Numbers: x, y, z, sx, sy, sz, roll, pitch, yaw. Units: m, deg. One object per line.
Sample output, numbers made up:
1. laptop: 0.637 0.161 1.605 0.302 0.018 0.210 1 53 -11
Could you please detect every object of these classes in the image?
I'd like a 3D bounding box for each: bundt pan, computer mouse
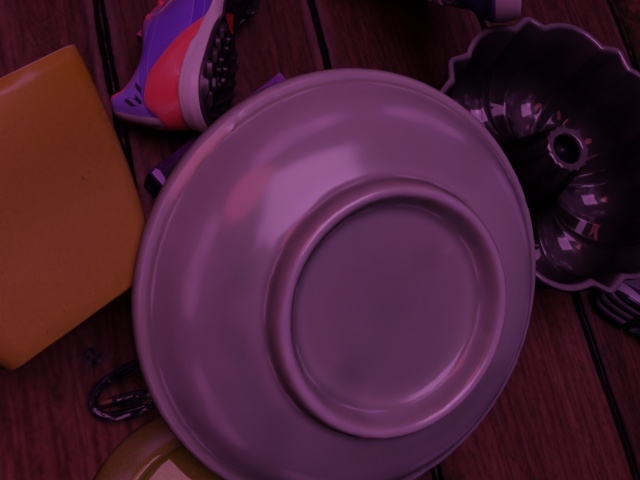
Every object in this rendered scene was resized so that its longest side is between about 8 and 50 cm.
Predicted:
1. bundt pan: 0.258 -0.085 0.869 0.330 0.124 0.331 5 72 -16
2. computer mouse: -0.100 0.133 0.712 0.242 0.041 0.071 -6 94 -10

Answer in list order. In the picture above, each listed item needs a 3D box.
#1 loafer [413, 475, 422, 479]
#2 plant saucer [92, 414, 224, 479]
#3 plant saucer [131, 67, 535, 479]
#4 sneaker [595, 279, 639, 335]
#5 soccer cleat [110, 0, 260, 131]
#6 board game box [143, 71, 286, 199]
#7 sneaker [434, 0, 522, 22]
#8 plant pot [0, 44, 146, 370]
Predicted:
1. loafer: 0.043 0.220 0.741 0.148 0.056 0.050 20 58 -15
2. plant saucer: -0.098 0.270 0.675 0.240 0.037 0.241 7 69 -20
3. plant saucer: 0.045 0.053 0.635 0.400 0.100 0.401 -3 99 -22
4. sneaker: 0.465 0.100 0.949 0.223 0.083 0.098 36 57 -6
5. soccer cleat: -0.142 -0.254 0.819 0.116 0.109 0.318 1 58 11
6. board game box: 0.000 0.000 0.812 0.347 0.056 0.208 47 65 -1
7. sneaker: 0.086 -0.346 0.886 0.236 0.130 0.323 -15 52 3
8. plant pot: -0.265 -0.007 0.622 0.212 0.212 0.187 -38 102 -30
